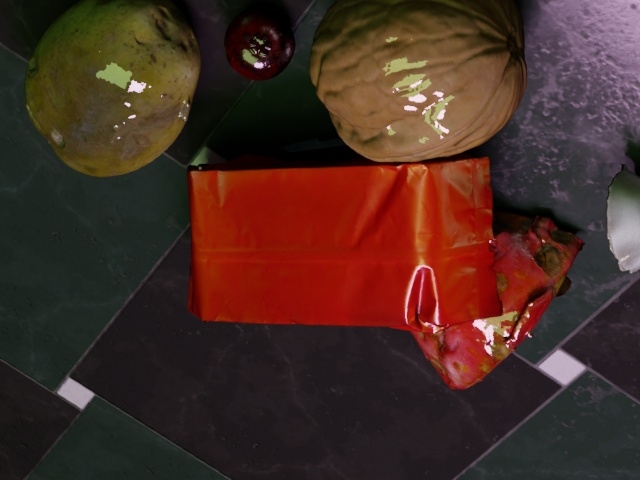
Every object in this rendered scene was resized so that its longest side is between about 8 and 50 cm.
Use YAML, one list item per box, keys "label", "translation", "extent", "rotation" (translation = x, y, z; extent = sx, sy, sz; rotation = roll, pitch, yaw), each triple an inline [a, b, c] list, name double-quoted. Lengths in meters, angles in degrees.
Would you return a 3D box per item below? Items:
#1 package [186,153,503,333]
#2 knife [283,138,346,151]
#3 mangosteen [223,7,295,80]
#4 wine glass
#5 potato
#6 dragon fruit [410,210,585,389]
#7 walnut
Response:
- label: "package"
  translation: [0.001, 0.000, 1.883]
  extent: [0.423, 0.123, 0.196]
  rotation: [2, 99, 33]
- label: "knife"
  translation: [-0.003, -0.113, 1.948]
  extent: [0.091, 0.005, 0.014]
  rotation: [-7, 127, 26]
- label: "mangosteen"
  translation: [-0.067, -0.216, 1.842]
  extent: [0.081, 0.081, 0.081]
  rotation: [10, 131, 12]
- label: "wine glass"
  translation: [0.408, -0.028, 1.781]
  extent: [0.182, 0.122, 0.122]
  rotation: [-6, 126, 34]
- label: "potato"
  translation: [-0.235, -0.175, 1.889]
  extent: [0.228, 0.149, 0.197]
  rotation: [-28, 129, 33]
- label: "dragon fruit"
  translation: [0.148, 0.059, 1.957]
  extent: [0.211, 0.134, 0.262]
  rotation: [36, 133, 1]
- label: "walnut"
  translation: [0.100, -0.182, 1.722]
  extent: [0.228, 0.228, 0.228]
  rotation: [10, 131, 12]
